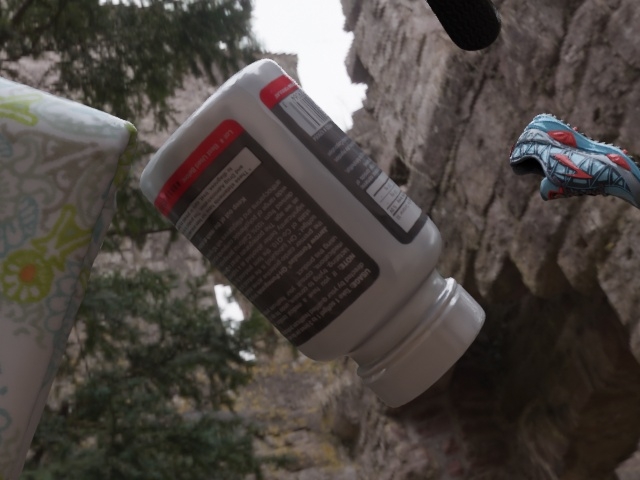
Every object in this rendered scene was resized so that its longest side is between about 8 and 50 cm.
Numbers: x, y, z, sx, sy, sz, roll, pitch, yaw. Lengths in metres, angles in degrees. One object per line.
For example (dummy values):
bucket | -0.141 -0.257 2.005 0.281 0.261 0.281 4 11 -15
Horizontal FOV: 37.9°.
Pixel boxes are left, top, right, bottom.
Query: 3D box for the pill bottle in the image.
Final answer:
pill bottle | 0.000 0.000 0.877 0.318 0.176 0.176 45 -69 -2

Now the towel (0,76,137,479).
towel | -0.359 0.030 0.771 0.320 0.090 0.374 19 -91 0

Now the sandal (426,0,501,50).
sandal | 0.106 -0.252 0.834 0.067 0.040 0.179 -15 -58 38

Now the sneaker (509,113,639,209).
sneaker | 0.417 -0.098 1.509 0.125 0.262 0.104 -47 -42 -6
